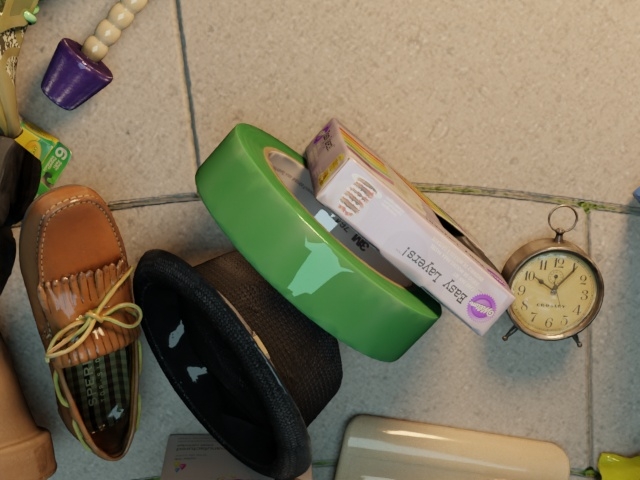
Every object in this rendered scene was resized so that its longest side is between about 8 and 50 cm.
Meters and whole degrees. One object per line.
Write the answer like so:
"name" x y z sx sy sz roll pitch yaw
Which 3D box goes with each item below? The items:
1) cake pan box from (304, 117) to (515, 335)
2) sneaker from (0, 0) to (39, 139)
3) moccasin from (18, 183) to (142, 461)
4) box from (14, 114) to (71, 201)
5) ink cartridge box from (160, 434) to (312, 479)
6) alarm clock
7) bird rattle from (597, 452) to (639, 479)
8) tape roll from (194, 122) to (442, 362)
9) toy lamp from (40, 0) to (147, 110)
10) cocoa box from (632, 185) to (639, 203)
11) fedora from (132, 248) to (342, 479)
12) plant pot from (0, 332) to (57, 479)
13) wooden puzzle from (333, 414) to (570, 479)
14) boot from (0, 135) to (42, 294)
"cake pan box" 0.101 -0.020 1.276 0.267 0.246 0.070 40 103 -12
"sneaker" -0.339 -0.319 1.223 0.182 0.158 0.410 -6 105 -21
"moccasin" -0.284 0.109 1.309 0.139 0.147 0.380 -12 123 -29
"box" -0.411 -0.115 1.336 0.179 0.043 0.105 32 104 -13
"ink cartridge box" -0.108 0.363 1.373 0.201 0.278 0.117 0 108 -2
"alarm clock" 0.303 0.044 1.398 0.129 0.064 0.192 6 110 -4
"bird rattle" 0.512 0.368 1.503 0.253 0.143 0.207 -8 120 -13
"tape roll" 0.000 0.000 1.239 0.321 0.321 0.077 40 101 -13
"toy lamp" -0.231 -0.271 1.274 0.080 0.080 0.275 40 103 -13
"cocoa box" 0.602 0.010 1.311 0.231 0.228 0.347 -43 104 10
"fedora" -0.087 0.130 1.347 0.152 0.334 0.334 -33 110 -30
"plant pot" -0.476 0.202 1.345 0.263 0.263 0.229 -6 91 0
"wooden puzzle" 0.162 0.435 1.508 0.322 0.080 0.348 9 107 -5
"boot" -0.588 0.010 1.266 0.445 0.146 0.367 14 96 0
